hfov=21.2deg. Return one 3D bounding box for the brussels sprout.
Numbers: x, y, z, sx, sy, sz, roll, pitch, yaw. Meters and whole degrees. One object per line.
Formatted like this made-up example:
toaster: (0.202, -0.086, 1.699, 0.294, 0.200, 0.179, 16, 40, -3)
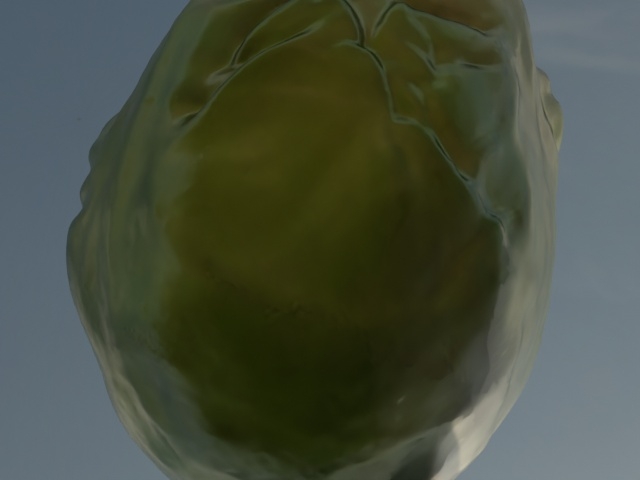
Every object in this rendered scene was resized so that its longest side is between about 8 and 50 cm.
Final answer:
brussels sprout: (0.000, 0.000, 0.983, 0.268, 0.344, 0.344, 7, -86, 23)
